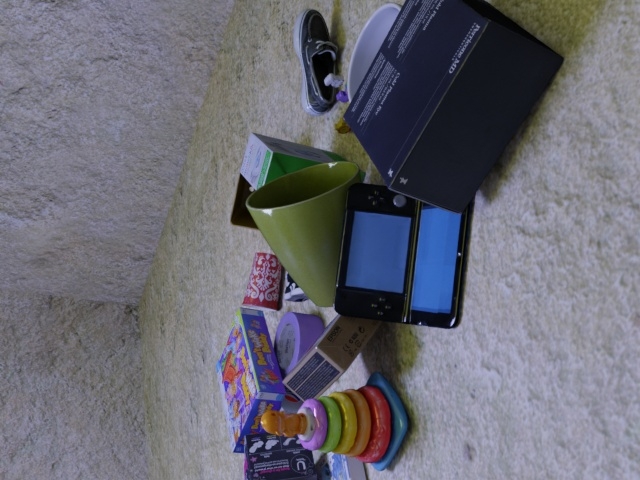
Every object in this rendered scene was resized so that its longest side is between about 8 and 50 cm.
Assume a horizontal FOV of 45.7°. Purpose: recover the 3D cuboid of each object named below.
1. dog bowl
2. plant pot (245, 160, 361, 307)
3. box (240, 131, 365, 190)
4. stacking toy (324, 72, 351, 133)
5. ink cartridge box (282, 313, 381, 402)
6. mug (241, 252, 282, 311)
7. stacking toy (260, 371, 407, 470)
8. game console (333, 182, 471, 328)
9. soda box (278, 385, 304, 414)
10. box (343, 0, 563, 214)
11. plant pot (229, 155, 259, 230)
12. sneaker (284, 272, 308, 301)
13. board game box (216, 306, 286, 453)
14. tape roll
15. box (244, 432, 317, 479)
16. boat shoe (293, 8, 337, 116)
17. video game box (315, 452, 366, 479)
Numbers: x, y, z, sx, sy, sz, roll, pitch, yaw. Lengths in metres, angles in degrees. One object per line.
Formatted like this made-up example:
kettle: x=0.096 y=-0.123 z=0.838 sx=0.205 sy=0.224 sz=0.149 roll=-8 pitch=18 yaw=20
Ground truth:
dog bowl: x=0.170 y=-0.408 z=1.771 sx=0.265 sy=0.104 sz=0.265 roll=-36 pitch=49 yaw=56
plant pot: x=0.000 y=0.000 z=1.800 sx=0.275 sy=0.275 sz=0.293 roll=34 pitch=145 yaw=65
box: x=-0.053 y=-0.177 z=2.013 sx=0.231 sy=0.262 sz=0.127 roll=-132 pitch=56 yaw=-63
stacking toy: x=0.096 y=-0.412 z=2.027 sx=0.221 sy=0.052 sz=0.167 roll=-39 pitch=55 yaw=48
ink cartridge box: x=0.038 y=0.234 z=1.706 sx=0.235 sy=0.088 sz=0.193 roll=-48 pitch=-2 yaw=-44
mug: x=-0.183 y=0.130 z=2.390 sx=0.150 sy=0.113 sz=0.169 roll=-8 pitch=71 yaw=64
stacking toy: x=0.013 y=0.381 z=1.581 sx=0.166 sy=0.302 sz=0.175 roll=-67 pitch=33 yaw=28
game console: x=0.162 y=0.023 z=1.564 sx=0.173 sy=0.250 sz=0.293 roll=69 pitch=-152 yaw=-83
soda box: x=-0.105 y=0.449 z=2.101 sx=0.286 sy=0.091 sz=0.098 roll=-131 pitch=54 yaw=-61
box: x=0.232 y=-0.284 z=1.452 sx=0.343 sy=0.179 sz=0.312 roll=-60 pitch=29 yaw=25
plant pot: x=-0.163 y=-0.144 z=2.350 sx=0.187 sy=0.212 sz=0.212 roll=-133 pitch=54 yaw=-77
sneaker: x=-0.050 y=0.101 z=2.123 sx=0.217 sy=0.079 sz=0.121 roll=156 pitch=119 yaw=-64
board game box: x=-0.203 y=0.387 z=2.136 sx=0.347 sy=0.078 sz=0.233 roll=-114 pitch=41 yaw=-54
tape roll: x=-0.059 y=0.292 z=2.072 sx=0.189 sy=0.080 sz=0.189 roll=-171 pitch=90 yaw=-66
box: x=-0.102 y=0.594 z=1.862 sx=0.142 sy=0.163 sz=0.247 roll=-107 pitch=16 yaw=-47
boat shoe: x=0.004 y=-0.535 z=2.236 sx=0.119 sy=0.121 sz=0.335 roll=-21 pitch=73 yaw=55
video game box: x=0.048 y=0.582 z=1.753 sx=0.205 sy=0.048 sz=0.187 roll=-102 pitch=29 yaw=-41
